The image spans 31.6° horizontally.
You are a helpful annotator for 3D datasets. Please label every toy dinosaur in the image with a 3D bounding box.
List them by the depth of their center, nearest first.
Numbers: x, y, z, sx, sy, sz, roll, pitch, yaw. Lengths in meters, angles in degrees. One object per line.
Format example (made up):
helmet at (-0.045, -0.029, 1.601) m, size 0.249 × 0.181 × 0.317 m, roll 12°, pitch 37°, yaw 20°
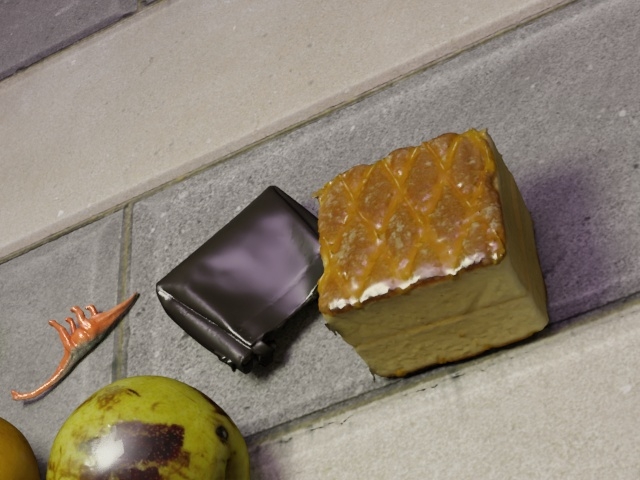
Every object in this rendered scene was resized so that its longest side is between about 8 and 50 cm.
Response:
toy dinosaur at (-0.440, 0.176, 2.006) m, size 0.279 × 0.055 × 0.101 m, roll -37°, pitch 64°, yaw -3°

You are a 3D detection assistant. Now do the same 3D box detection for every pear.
pear at (-0.240, 0.327, 1.580) m, size 0.284 × 0.283 × 0.283 m, roll -19°, pitch 44°, yaw 20°

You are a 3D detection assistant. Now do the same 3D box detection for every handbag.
handbag at (-0.097, 0.067, 1.827) m, size 0.285 × 0.113 × 0.257 m, roll -41°, pitch 47°, yaw -15°

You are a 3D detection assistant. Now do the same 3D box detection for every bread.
bread at (0.157, 0.018, 1.622) m, size 0.279 × 0.207 × 0.279 m, roll -22°, pitch 42°, yaw 18°

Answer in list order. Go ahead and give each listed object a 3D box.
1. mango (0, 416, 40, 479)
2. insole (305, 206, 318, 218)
mango at (-0.602, 0.387, 1.815) m, size 0.378 × 0.221 × 0.264 m, roll 13°, pitch 67°, yaw 53°
insole at (0.000, 0.000, 1.899) m, size 0.065 × 0.004 × 0.197 m, roll -40°, pitch 41°, yaw -3°
